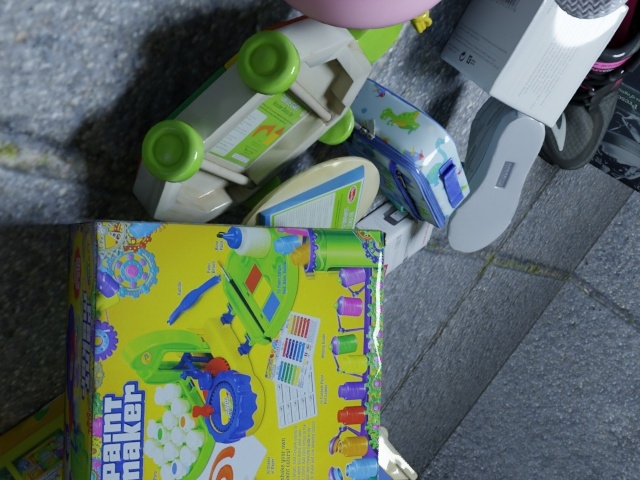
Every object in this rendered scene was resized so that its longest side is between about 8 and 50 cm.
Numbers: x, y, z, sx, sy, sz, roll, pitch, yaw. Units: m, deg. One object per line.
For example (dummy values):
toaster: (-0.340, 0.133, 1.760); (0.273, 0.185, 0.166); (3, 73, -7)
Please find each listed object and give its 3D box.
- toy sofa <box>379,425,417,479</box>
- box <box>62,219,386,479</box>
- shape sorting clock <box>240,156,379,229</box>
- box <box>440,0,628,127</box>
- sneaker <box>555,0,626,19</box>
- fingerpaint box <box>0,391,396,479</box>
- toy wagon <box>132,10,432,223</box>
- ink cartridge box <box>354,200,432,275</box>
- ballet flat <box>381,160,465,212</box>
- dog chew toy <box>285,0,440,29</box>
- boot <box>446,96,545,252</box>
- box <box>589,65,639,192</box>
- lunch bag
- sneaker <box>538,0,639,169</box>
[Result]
toy sofa: (-0.021, 0.468, 1.378); (0.362, 0.177, 0.150); (-44, -173, -27)
box: (-0.100, 0.129, 0.786); (0.279, 0.177, 0.290); (2, 90, -25)
shape sorting clock: (-0.016, -0.031, 0.979); (0.206, 0.040, 0.206); (-24, 154, -12)
box: (0.283, -0.281, 1.087); (0.119, 0.181, 0.182); (21, 111, -24)
sneaker: (0.342, -0.443, 0.932); (0.210, 0.137, 0.366); (-17, 106, -56)
fingerpaint box: (-0.193, 0.340, 0.955); (0.444, 0.371, 0.163); (-36, 151, -30)
toy wagon: (-0.035, -0.141, 0.827); (0.344, 0.068, 0.267); (-41, 168, 8)
ink cartridge box: (0.123, -0.010, 1.355); (0.150, 0.063, 0.109); (-35, 151, -31)
ballet flat: (0.175, -0.103, 1.289); (0.247, 0.087, 0.083); (-16, 144, -54)
dog chew toy: (0.038, -0.345, 0.632); (0.206, 0.206, 0.332); (-33, 142, -33)
boot: (0.265, -0.112, 1.250); (0.095, 0.123, 0.258); (15, 123, -14)
box: (0.618, -0.256, 1.509); (0.179, 0.343, 0.312); (-47, 154, -10)
lunch bag: (0.112, -0.112, 1.071); (0.090, 0.176, 0.219); (-49, 155, -3)
sneaker: (0.408, -0.302, 1.245); (0.202, 0.185, 0.483); (-69, 163, -46)
